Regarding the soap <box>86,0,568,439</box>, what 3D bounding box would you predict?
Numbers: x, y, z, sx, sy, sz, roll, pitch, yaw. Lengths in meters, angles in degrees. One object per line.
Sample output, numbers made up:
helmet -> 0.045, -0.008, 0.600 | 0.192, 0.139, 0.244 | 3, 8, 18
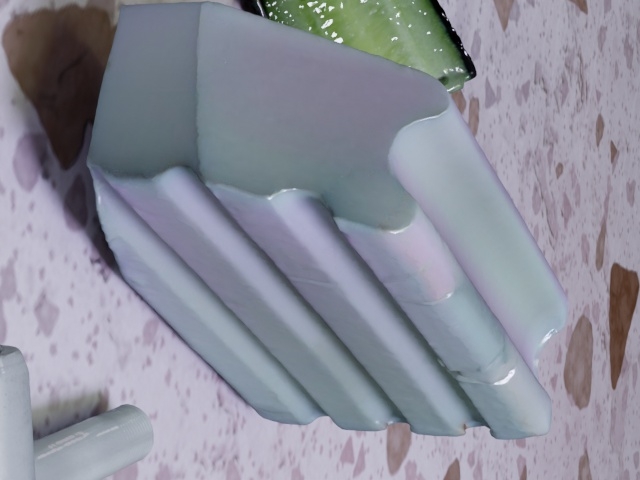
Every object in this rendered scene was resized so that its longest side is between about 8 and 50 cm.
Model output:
soap -> 0.000, 0.000, 1.067 | 0.347, 0.208, 0.115 | 51, 45, -54

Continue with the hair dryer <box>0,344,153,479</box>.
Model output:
hair dryer -> -0.139, 0.109, 0.942 | 0.236, 0.073, 0.131 | -11, 101, -68

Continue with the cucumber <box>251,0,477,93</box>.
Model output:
cucumber -> 0.014, -0.156, 1.241 | 0.086, 0.115, 0.193 | 55, 2, 42
